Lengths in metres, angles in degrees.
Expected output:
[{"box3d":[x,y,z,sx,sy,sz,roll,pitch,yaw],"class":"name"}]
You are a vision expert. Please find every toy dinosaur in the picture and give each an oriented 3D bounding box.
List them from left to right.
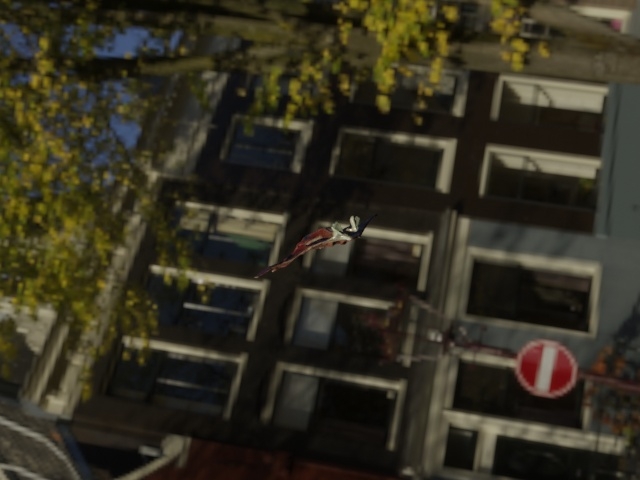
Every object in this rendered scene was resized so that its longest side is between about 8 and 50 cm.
[{"box3d":[0.001,0.001,1.382,0.220,0.108,0.032,-23,-89,-39],"class":"toy dinosaur"}]
